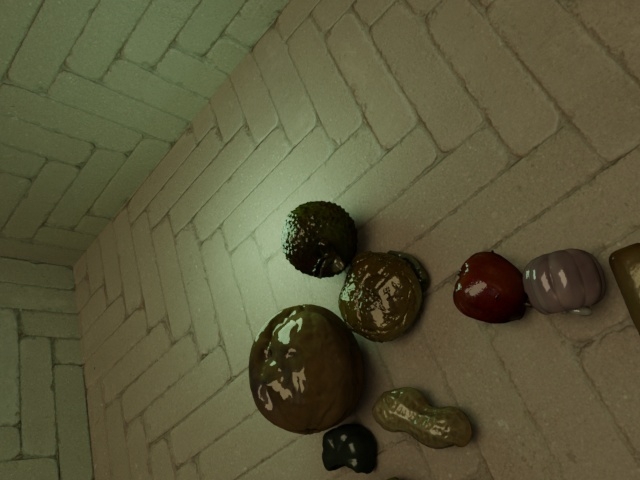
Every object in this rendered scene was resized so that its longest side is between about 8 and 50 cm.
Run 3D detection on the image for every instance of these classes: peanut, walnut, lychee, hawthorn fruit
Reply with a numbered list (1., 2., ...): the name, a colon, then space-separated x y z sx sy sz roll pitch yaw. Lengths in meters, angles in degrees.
1. peanut: 0.278 0.487 1.456 0.299 0.120 0.136 9 90 41
2. walnut: -0.044 0.406 1.639 0.384 0.384 0.383 -13 70 40
3. lychee: -0.004 -0.004 1.735 0.320 0.270 0.269 174 107 -70
4. hawthorn fruit: 0.448 0.129 1.358 0.202 0.185 0.185 25 97 29

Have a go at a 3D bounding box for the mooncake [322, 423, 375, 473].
1. mooncake: 0.082 0.646 1.607 0.175 0.104 0.168 -50 56 26

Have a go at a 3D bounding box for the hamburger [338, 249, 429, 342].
1. hamburger: 0.182 0.165 1.619 0.266 0.134 0.284 15 91 46

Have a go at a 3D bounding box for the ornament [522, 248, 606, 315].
1. ornament: 0.575 0.106 1.246 0.178 0.178 0.177 -13 70 40

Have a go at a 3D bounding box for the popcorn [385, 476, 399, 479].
1. popcorn: 0.156 0.773 1.409 0.293 0.237 0.292 -17 66 44

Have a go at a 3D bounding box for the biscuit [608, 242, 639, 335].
1. biscuit: 0.782 0.115 1.127 0.237 0.062 0.290 -27 61 35
